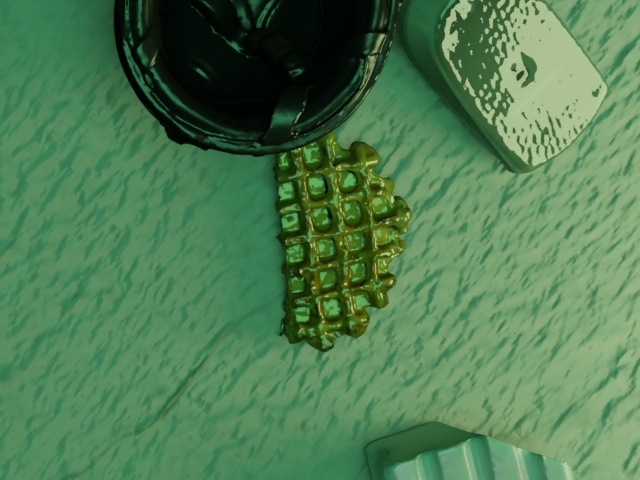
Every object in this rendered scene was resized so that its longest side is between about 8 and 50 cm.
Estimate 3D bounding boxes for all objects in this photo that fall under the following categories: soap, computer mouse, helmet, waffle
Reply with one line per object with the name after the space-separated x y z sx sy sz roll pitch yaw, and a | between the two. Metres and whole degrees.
0.161 0.306 1.768 0.173 0.095 0.289 -17 101 -10 | soap
0.159 -0.166 1.712 0.128 0.079 0.231 -41 120 -2 | computer mouse
-0.061 -0.201 1.609 0.230 0.160 0.279 32 78 -16 | helmet
0.000 0.000 1.711 0.161 0.046 0.192 26 92 -18 | waffle
